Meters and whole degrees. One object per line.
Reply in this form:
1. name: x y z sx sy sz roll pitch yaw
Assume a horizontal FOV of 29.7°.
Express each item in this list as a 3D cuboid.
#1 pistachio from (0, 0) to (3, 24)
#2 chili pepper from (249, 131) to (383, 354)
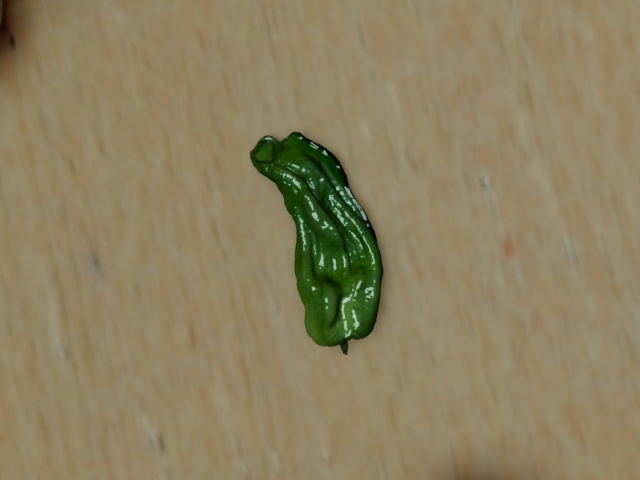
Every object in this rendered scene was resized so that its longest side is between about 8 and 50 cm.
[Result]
1. pistachio: -0.207 -0.140 0.451 0.206 0.129 0.131 28 50 2
2. chili pepper: 0.001 -0.001 0.464 0.034 0.030 0.091 -20 86 33
